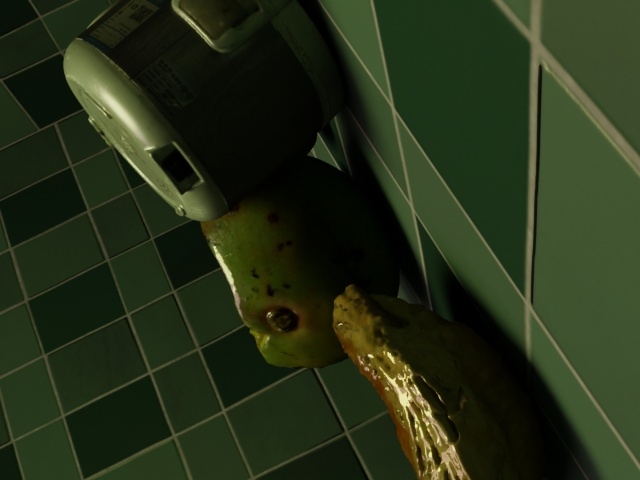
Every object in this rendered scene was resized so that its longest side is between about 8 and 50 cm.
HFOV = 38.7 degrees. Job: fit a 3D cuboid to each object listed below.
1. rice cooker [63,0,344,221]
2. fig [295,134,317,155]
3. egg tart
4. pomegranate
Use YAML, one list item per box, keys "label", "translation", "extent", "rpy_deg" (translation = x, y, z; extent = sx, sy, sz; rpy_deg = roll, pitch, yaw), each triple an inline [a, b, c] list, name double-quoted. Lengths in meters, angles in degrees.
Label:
- label: "rice cooker"
  translation: [-0.133, -0.196, 1.093]
  extent: [0.288, 0.277, 0.288]
  rpy_deg: [45, 170, 11]
- label: "fig"
  translation: [-0.092, -0.183, 1.382]
  extent: [0.181, 0.191, 0.181]
  rpy_deg: [41, 154, 25]
- label: "egg tart"
  translation: [0.131, 0.181, 0.996]
  extent: [0.339, 0.153, 0.351]
  rpy_deg: [61, 176, 37]
- label: "pomegranate"
  translation: [0.000, 0.000, 1.283]
  extent: [0.309, 0.216, 0.358]
  rpy_deg: [58, -151, -24]
